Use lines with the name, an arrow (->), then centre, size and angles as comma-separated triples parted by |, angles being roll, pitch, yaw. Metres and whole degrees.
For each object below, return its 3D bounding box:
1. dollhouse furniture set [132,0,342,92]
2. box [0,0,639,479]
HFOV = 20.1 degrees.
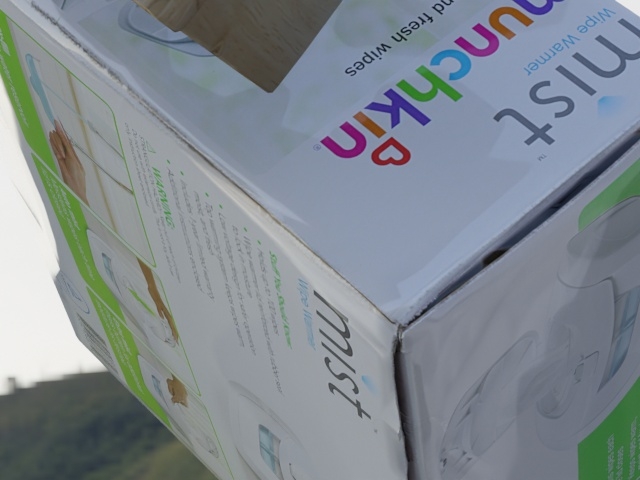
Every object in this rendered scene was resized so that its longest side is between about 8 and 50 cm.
dollhouse furniture set -> -0.038, -0.272, 0.435 | 0.355, 0.303, 0.174 | -53, -33, 4
box -> 0.000, 0.000, 0.611 | 0.127, 0.231, 0.262 | -39, -32, -19
